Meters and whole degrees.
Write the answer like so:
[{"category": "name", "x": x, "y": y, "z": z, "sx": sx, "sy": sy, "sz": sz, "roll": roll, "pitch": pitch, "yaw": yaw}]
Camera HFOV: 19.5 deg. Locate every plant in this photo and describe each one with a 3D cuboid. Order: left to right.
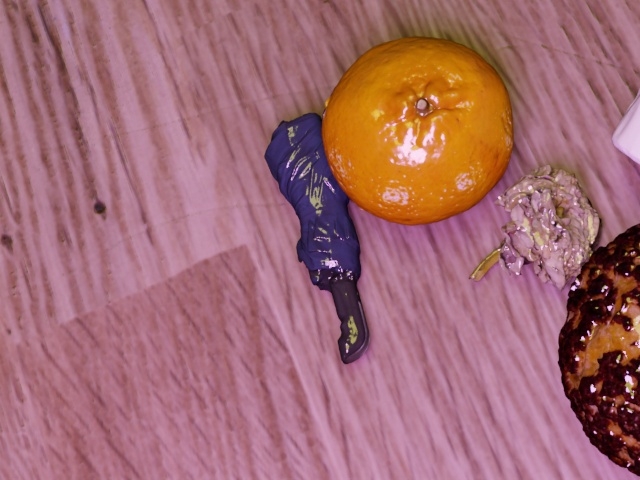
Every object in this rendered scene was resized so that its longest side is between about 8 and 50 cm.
[{"category": "plant", "x": 0.190, "y": -0.002, "z": 1.679, "sx": 0.122, "sy": 0.104, "sz": 0.116, "roll": -32, "pitch": 16, "yaw": 33}]

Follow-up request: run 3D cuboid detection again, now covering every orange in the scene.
[{"category": "orange", "x": 0.088, "y": -0.102, "z": 1.695, "sx": 0.178, "sy": 0.155, "sz": 0.177, "roll": -1, "pitch": 52, "yaw": 1}]

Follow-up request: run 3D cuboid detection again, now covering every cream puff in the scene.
[{"category": "cream puff", "x": 0.311, "y": 0.087, "z": 1.535, "sx": 0.239, "sy": 0.165, "sz": 0.239, "roll": -5, "pitch": 70, "yaw": 13}]

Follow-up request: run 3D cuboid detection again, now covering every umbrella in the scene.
[{"category": "umbrella", "x": 0.008, "y": -0.001, "z": 1.729, "sx": 0.071, "sy": 0.071, "sz": 0.248, "roll": -20, "pitch": 69, "yaw": 6}]

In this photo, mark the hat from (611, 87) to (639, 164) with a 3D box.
[{"category": "hat", "x": 0.335, "y": -0.102, "z": 1.629, "sx": 0.203, "sy": 0.203, "sz": 0.126, "roll": 41, "pitch": 98, "yaw": 27}]
